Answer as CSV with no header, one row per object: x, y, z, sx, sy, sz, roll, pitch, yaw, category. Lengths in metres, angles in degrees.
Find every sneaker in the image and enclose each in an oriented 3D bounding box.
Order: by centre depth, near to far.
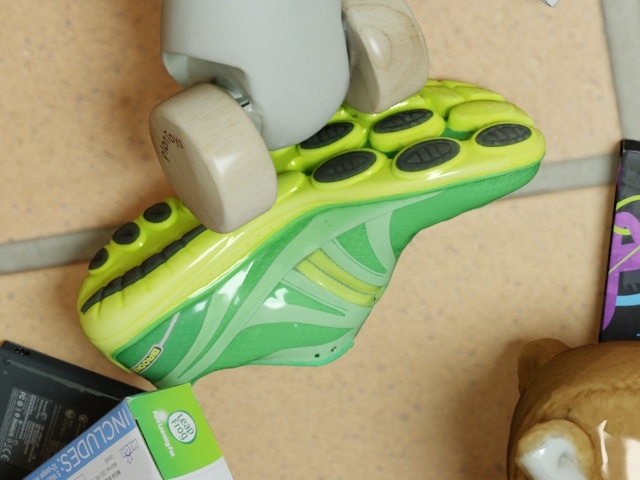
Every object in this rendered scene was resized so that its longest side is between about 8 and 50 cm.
0.000,0.000,1.149,0.295,0.109,0.123,-26,128,11,sneaker

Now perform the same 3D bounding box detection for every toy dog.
-0.063,-0.177,1.045,0.220,0.161,0.333,-15,118,-33,toy dog

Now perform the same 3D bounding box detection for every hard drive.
-0.154,0.130,1.239,0.135,0.022,0.094,20,109,2,hard drive

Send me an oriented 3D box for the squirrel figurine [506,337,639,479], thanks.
0.139,0.249,1.100,0.397,0.281,0.370,-11,105,14,squirrel figurine

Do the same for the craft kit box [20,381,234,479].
-0.111,0.246,1.152,0.250,0.061,0.246,-37,70,43,craft kit box

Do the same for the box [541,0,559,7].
0.101,-0.244,1.080,0.186,0.038,0.145,35,109,-4,box

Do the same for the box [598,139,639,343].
0.229,0.025,1.149,0.116,0.029,0.162,6,110,7,box
